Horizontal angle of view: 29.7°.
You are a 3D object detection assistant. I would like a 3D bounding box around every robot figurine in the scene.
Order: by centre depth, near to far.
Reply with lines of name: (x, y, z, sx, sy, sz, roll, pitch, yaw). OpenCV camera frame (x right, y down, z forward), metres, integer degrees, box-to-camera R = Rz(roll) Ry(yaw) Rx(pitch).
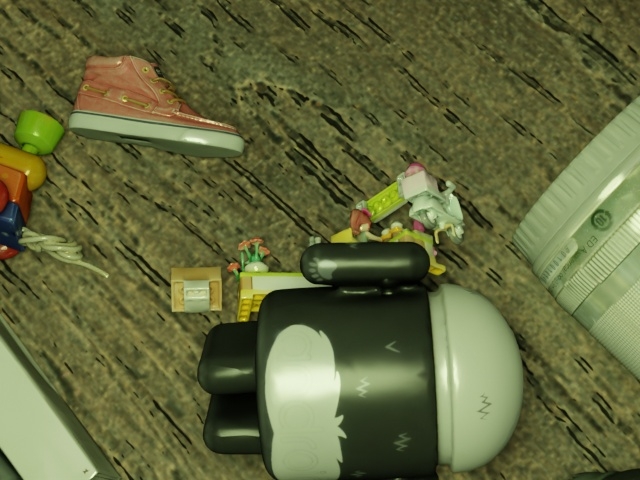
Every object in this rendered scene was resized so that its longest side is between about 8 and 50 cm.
robot figurine: (0.036, 0.122, 1.056, 0.278, 0.209, 0.174, -3, 58, 2)

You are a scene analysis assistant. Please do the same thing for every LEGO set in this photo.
LEGO set: (0.000, 0.000, 1.125, 0.287, 0.132, 0.107, -18, 56, 21)

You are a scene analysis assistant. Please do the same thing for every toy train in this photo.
toy train: (-0.287, -0.061, 1.160, 0.248, 0.105, 0.143, 19, 64, 7)

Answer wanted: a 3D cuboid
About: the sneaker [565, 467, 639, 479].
sneaker: (0.226, 0.309, 0.938, 0.125, 0.139, 0.341, 44, 47, -21)

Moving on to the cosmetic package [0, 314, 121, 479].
cosmetic package: (-0.283, 0.139, 1.101, 0.060, 0.099, 0.239, -38, 76, -8)

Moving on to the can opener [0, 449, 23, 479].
can opener: (-0.391, 0.141, 1.106, 0.076, 0.095, 0.283, -43, 77, -8)

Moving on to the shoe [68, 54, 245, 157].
shoe: (-0.156, -0.133, 1.184, 0.177, 0.063, 0.081, 9, 81, 9)

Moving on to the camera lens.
camera lens: (0.331, 0.025, 1.041, 0.219, 0.219, 0.274, -44, 78, -9)
